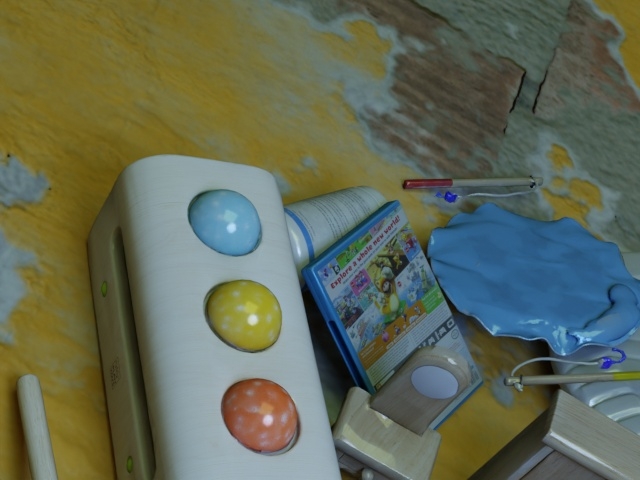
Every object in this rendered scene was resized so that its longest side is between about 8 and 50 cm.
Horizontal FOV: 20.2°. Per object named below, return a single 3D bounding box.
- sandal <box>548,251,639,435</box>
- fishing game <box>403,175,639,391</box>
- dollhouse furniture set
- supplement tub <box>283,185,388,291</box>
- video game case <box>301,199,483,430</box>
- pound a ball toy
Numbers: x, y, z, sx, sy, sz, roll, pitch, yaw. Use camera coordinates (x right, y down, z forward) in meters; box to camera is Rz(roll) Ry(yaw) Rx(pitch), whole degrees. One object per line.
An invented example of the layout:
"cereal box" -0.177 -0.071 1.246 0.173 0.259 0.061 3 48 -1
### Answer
"sandal" 0.277 0.164 1.426 0.169 0.102 0.416 0 38 -9
"fishing game" 0.176 0.034 1.469 0.189 0.041 0.264 -4 40 -23
"dollhouse furniture set" 0.113 0.284 1.185 0.303 0.174 0.355 30 46 -8
"supplement tub" 0.000 0.000 1.401 0.107 0.071 0.071 -16 66 -38
"video game case" 0.058 0.068 1.374 0.119 0.015 0.166 -38 108 -43
"pound a ball toy" -0.102 0.091 1.220 0.208 0.136 0.319 8 51 -27
